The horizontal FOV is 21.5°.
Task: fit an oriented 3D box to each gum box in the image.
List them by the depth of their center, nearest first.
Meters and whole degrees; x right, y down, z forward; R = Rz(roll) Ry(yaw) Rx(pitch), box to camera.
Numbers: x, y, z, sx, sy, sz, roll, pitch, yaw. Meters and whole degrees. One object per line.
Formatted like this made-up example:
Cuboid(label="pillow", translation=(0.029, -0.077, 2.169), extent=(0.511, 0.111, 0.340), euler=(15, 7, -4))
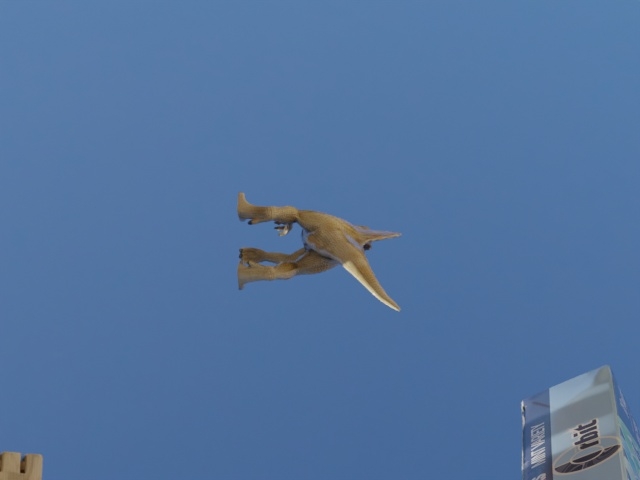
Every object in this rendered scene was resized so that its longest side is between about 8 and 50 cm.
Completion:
Cuboid(label="gum box", translation=(0.125, 0.153, 0.590), extent=(0.041, 0.184, 0.157), euler=(-25, -171, 13))

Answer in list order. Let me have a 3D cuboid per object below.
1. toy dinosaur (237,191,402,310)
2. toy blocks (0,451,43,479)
Cuboid(label="toy dinosaur", translation=(0.000, 0.000, 0.936), extent=(0.093, 0.053, 0.183), euler=(-1, -173, -2))
Cuboid(label="toy blocks", translation=(-0.266, 0.262, 1.199), extent=(0.381, 0.191, 0.260), euler=(10, -107, -30))
